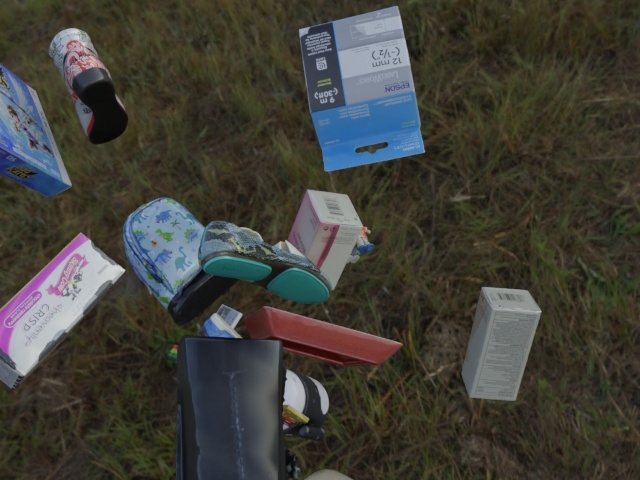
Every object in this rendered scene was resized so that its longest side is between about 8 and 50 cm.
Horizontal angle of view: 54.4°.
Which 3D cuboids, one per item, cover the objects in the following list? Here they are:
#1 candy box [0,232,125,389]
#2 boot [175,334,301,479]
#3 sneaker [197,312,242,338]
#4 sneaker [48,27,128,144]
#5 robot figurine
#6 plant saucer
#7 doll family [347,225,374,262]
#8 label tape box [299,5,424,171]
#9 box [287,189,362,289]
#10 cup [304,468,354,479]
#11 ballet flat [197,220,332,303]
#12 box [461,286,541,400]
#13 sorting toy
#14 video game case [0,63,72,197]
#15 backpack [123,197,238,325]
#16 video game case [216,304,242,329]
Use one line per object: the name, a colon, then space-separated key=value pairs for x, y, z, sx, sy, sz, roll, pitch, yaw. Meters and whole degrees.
candy box: x=-0.342 y=0.096 z=0.774 sx=0.159 sy=0.071 sz=0.233 roll=-53 pitch=12 yaw=-31
boot: x=-0.112 y=0.338 z=0.662 sx=0.146 sy=0.367 sz=0.445 roll=-2 pitch=75 yaw=-26
sneaker: x=-0.243 y=0.259 z=1.551 sx=0.084 sy=0.152 sz=0.058 roll=-42 pitch=24 yaw=-3
sneaker: x=-0.461 y=-0.306 z=1.243 sx=0.090 sy=0.270 sz=0.145 roll=-27 pitch=81 yaw=-17
robot figurine: x=-0.086 y=0.453 z=1.727 sx=0.209 sy=0.278 sz=0.173 roll=-1 pitch=69 yaw=26
plant saucer: x=-0.010 y=0.192 z=1.184 sx=0.258 sy=0.259 sz=0.047 roll=17 pitch=75 yaw=-11
doll family: x=0.027 y=-0.007 z=1.938 sx=0.263 sy=0.118 sz=0.163 roll=2 pitch=45 yaw=-30
label tape box: x=0.098 y=-0.362 z=1.494 sx=0.249 sy=0.115 sz=0.347 roll=-10 pitch=71 yaw=8
box: x=0.000 y=0.000 z=1.695 sx=0.127 sy=0.232 sz=0.148 roll=6 pitch=37 yaw=-24
cup: x=0.075 y=0.693 z=1.346 sx=0.237 sy=0.331 sz=0.331 roll=2 pitch=48 yaw=37
ballet flat: x=-0.058 y=0.022 z=0.721 sx=0.070 sy=0.188 sz=0.070 roll=-19 pitch=60 yaw=37
box: x=0.514 y=0.301 z=1.798 sx=0.148 sy=0.311 sz=0.121 roll=6 pitch=25 yaw=-4
sorting toy: x=-0.139 y=0.238 z=1.088 sx=0.274 sy=0.132 sz=0.046 roll=28 pitch=62 yaw=4
video game case: x=-0.600 y=-0.232 z=1.184 sx=0.061 sy=0.269 sz=0.244 roll=-26 pitch=77 yaw=0
backpack: x=-0.461 y=0.037 z=1.973 sx=0.290 sy=0.273 sz=0.355 roll=-38 pitch=61 yaw=-24
video game case: x=-0.255 y=0.216 z=1.634 sx=0.087 sy=0.011 sz=0.122 roll=-58 pitch=29 yaw=-13
